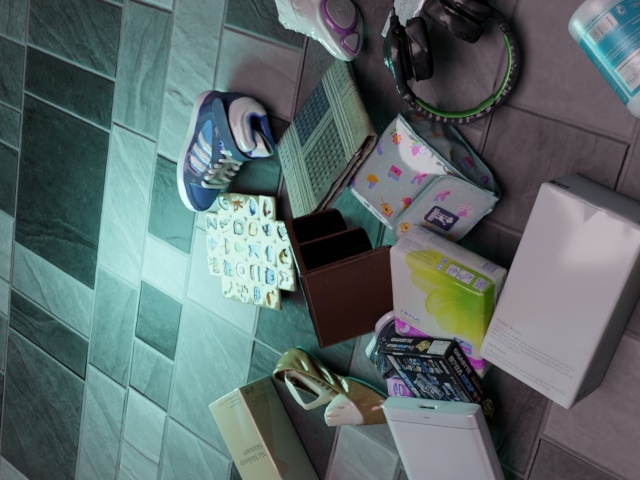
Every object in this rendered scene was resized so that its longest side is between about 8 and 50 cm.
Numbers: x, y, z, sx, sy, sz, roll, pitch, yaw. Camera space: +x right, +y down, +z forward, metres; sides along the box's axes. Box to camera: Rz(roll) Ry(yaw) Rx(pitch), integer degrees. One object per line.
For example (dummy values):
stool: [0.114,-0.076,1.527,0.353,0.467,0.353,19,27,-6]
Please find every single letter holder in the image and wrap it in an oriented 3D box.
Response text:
letter holder: [0.062,0.072,1.968,0.302,0.214,0.152,77,175,-53]

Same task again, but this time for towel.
towel: [0.014,-0.212,1.985,0.312,0.056,0.324,-52,34,33]

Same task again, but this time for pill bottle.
pill bottle: [0.554,-0.310,1.537,0.146,0.146,0.264,-43,73,37]

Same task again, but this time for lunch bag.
lunch bag: [0.219,-0.111,1.854,0.262,0.160,0.223,49,128,13]

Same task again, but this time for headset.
headset: [0.213,-0.400,1.723,0.243,0.185,0.394,-36,97,18]

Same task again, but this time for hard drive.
hard drive: [0.285,0.500,1.940,0.233,0.047,0.353,-3,116,40]

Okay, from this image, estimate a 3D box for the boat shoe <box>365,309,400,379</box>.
boat shoe: [0.160,0.233,2.017,0.083,0.065,0.183,58,150,30]

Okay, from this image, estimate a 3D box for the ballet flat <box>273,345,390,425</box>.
ballet flat: [0.020,0.366,2.138,0.342,0.124,0.116,28,141,32]

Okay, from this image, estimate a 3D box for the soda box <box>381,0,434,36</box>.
soda box: [0.206,-0.502,1.828,0.069,0.074,0.216,38,121,28]

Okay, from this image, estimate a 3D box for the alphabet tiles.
alphabet tiles: [-0.183,0.023,2.287,0.342,0.011,0.285,8,105,45]

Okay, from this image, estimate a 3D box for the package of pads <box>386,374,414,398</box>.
package of pads: [0.192,0.337,2.058,0.083,0.032,0.050,1,104,40]

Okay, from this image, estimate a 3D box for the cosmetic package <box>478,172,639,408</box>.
cosmetic package: [0.473,0.091,1.692,0.217,0.156,0.385,32,118,30]

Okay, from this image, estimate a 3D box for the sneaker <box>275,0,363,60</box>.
sneaker: [-0.011,-0.502,2.005,0.305,0.114,0.152,58,142,19]

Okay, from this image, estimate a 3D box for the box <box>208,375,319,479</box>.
box: [-0.145,0.525,2.321,0.148,0.121,0.311,-36,76,38]

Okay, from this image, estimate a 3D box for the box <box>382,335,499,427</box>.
box: [0.253,0.297,1.900,0.175,0.051,0.220,-2,131,49]

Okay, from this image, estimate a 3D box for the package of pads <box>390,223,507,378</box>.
package of pads: [0.256,0.123,1.833,0.229,0.101,0.296,28,147,29]

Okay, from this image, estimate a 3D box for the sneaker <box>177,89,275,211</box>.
sneaker: [-0.223,-0.201,2.212,0.236,0.130,0.323,22,106,38]
